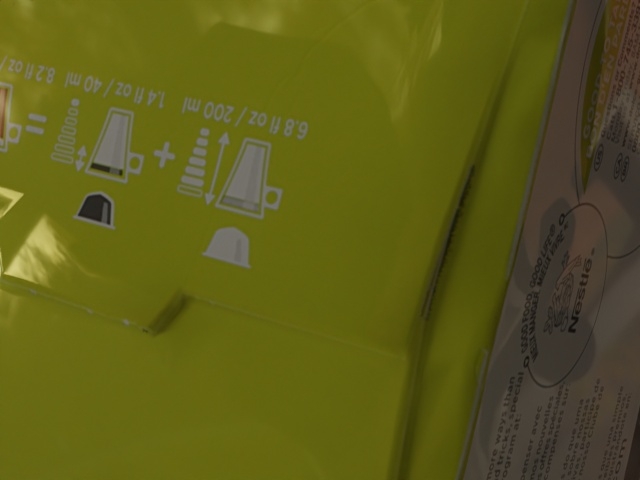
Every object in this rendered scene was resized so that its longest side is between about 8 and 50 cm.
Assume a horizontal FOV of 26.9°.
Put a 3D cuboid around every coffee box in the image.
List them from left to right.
[{"bbox_3d":[0.000,0.000,0.642,0.337,0.338,0.334,15,3,31],"label":"coffee box"}]
